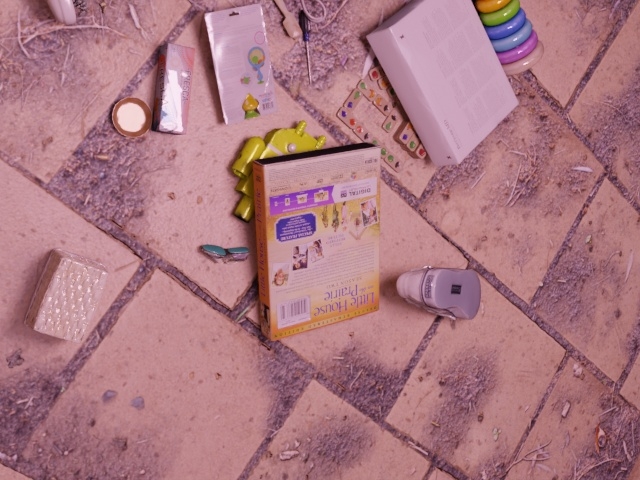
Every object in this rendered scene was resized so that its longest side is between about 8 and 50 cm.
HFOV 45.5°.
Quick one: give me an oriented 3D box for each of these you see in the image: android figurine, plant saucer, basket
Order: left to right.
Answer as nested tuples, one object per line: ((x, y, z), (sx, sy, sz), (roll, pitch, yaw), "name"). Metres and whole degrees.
((-0.501, 0.113, 1.513), (0.113, 0.103, 0.167), (23, 86, -29), "basket")
((-0.391, -0.255, 1.580), (0.083, 0.015, 0.083), (-3, 97, -29), "plant saucer")
((-0.082, -0.143, 1.747), (0.248, 0.056, 0.273), (36, 80, -28), "android figurine")

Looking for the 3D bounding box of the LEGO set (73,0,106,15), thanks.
((-0.463, -0.475, 1.508), (0.083, 0.023, 0.054), (-15, 103, -27), "LEGO set")

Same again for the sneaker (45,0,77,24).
((-0.559, -0.525, 1.415), (0.123, 0.106, 0.290), (-28, 101, -14), "sneaker")

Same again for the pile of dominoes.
((0.182, -0.306, 1.882), (0.251, 0.040, 0.196), (39, 77, -28), "pile of dominoes")

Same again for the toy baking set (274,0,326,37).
((-0.046, -0.596, 1.703), (0.197, 0.030, 0.256), (31, 87, -17), "toy baking set")

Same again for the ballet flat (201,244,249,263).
((-0.214, 0.034, 1.704), (0.114, 0.041, 0.041), (4, 94, -28), "ballet flat")

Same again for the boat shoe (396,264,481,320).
((0.290, 0.131, 1.948), (0.367, 0.156, 0.135), (10, 86, -59), "boat shoe")

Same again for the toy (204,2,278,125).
((-0.178, -0.383, 1.662), (0.137, 0.056, 0.237), (-21, 111, -29), "toy")

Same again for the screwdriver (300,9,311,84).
((-0.028, -0.445, 1.756), (0.024, 0.025, 0.169), (-12, 101, -28), "screwdriver")

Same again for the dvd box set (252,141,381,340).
((0.000, 0.000, 1.757), (0.308, 0.062, 0.420), (-13, 114, -28), "dvd box set")

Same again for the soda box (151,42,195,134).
((-0.308, -0.315, 1.595), (0.063, 0.058, 0.183), (5, 93, -30), "soda box")

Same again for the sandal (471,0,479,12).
((0.397, -0.631, 1.959), (0.179, 0.040, 0.067), (26, 92, -38), "sandal")

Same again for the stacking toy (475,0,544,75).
((0.441, -0.581, 1.910), (0.141, 0.141, 0.330), (-46, 124, -17), "stacking toy")

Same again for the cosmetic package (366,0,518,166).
((0.311, -0.417, 1.887), (0.284, 0.097, 0.377), (-44, 114, -30), "cosmetic package")
